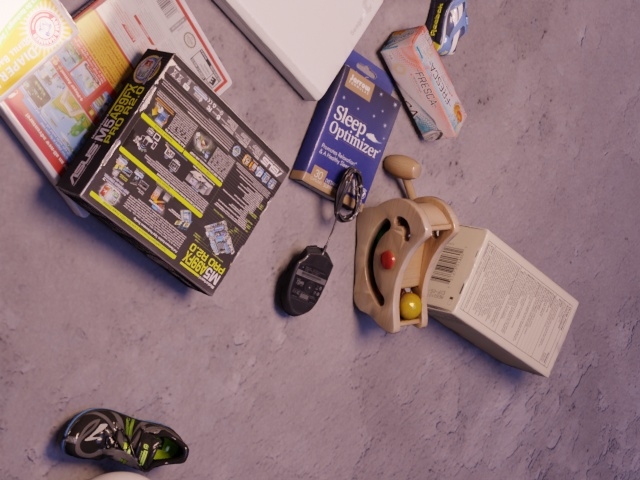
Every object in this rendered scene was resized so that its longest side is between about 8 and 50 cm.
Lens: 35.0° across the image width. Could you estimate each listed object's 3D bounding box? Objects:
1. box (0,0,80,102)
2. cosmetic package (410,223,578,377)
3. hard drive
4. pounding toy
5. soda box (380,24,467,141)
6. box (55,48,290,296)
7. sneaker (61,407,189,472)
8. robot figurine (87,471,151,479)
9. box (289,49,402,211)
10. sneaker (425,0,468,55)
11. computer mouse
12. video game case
[{"bbox_3d":[-0.385,-0.209,1.111,0.203,0.114,0.103,-50,126,-24],"label":"box"},{"bbox_3d":[0.308,0.106,1.775,0.309,0.113,0.160,35,75,-40],"label":"cosmetic package"},{"bbox_3d":[-0.051,-0.371,1.420,0.307,0.040,0.203,43,70,-37],"label":"hard drive"},{"bbox_3d":[0.159,0.004,1.597,0.155,0.154,0.269,-5,102,-40],"label":"pounding toy"},{"bbox_3d":[0.165,-0.247,1.609,0.183,0.063,0.058,59,44,-31],"label":"soda box"},{"bbox_3d":[-0.181,-0.083,1.323,0.270,0.060,0.216,43,73,-45],"label":"box"},{"bbox_3d":[-0.253,0.265,1.340,0.188,0.078,0.067,18,86,-41],"label":"sneaker"},{"bbox_3d":[-0.240,0.432,1.320,0.209,0.173,0.278,-40,122,-28],"label":"robot figurine"},{"bbox_3d":[0.047,-0.172,1.547,0.136,0.036,0.225,26,80,-41],"label":"box"},{"bbox_3d":[0.211,-0.366,1.641,0.059,0.053,0.144,15,97,-41],"label":"sneaker"},{"bbox_3d":[0.000,0.000,1.521,0.071,0.041,0.242,28,87,-40],"label":"computer mouse"},{"bbox_3d":[-0.258,-0.196,1.284,0.285,0.025,0.204,-47,125,-25],"label":"video game case"}]
